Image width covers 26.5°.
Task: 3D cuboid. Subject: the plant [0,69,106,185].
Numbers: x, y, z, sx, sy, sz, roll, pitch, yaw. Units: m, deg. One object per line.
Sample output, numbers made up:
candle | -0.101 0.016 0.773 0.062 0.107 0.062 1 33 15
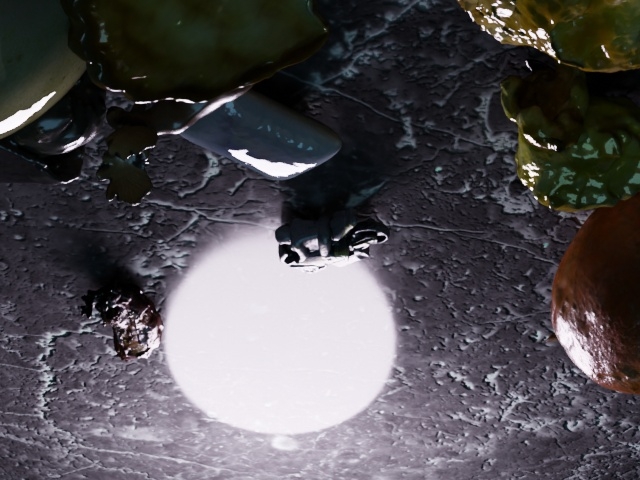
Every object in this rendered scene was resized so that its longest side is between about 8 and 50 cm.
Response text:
plant | -0.354 -0.148 1.601 0.256 0.141 0.164 -13 145 42

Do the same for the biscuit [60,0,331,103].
biscuit | -0.102 -0.290 1.324 0.329 0.078 0.335 -13 131 -39

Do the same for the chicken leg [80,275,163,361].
chicken leg | -0.296 0.123 2.076 0.105 0.063 0.234 -2 148 16

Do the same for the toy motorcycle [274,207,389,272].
toy motorcycle | 0.000 0.000 1.866 0.124 0.061 0.193 18 153 -33

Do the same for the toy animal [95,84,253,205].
toy animal | -0.167 -0.151 1.522 0.214 0.186 0.094 -26 134 24

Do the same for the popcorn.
popcorn | 0.303 -0.121 1.576 0.168 0.173 0.195 1 144 27

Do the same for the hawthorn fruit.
hawthorn fruit | 0.418 0.085 1.766 0.298 0.277 0.277 -31 134 34

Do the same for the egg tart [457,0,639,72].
egg tart | 0.296 -0.265 1.332 0.341 0.129 0.341 -7 152 -4

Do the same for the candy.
candy | -0.077 -0.133 1.656 0.174 0.071 0.138 23 154 -29

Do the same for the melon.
melon | -0.376 -0.224 1.372 0.330 0.268 0.268 -26 137 33
